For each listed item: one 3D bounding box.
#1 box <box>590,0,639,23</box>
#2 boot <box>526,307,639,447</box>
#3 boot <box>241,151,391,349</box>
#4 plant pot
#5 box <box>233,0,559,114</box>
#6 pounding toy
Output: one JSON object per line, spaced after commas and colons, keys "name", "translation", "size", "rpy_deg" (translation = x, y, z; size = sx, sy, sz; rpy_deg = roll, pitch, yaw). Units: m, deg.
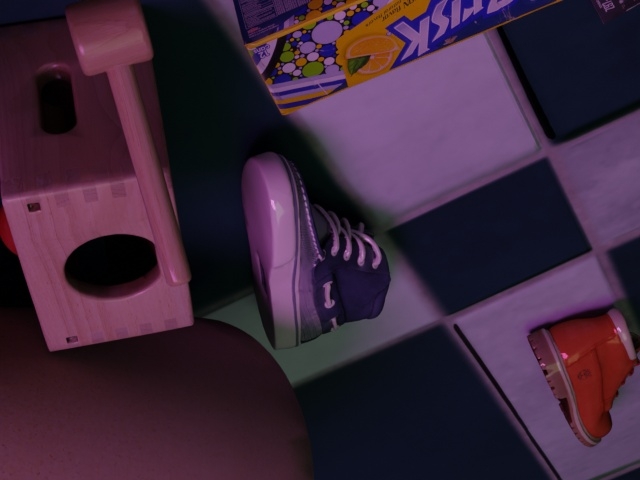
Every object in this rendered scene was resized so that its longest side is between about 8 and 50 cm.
{"name": "box", "translation": [0.172, -0.168, 0.699], "size": [0.067, 0.018, 0.083], "rpy_deg": [-29, 139, 16]}
{"name": "boot", "translation": [0.230, 0.114, 1.024], "size": [0.084, 0.059, 0.158], "rpy_deg": [-26, 139, 4]}
{"name": "boot", "translation": [0.000, 0.000, 0.811], "size": [0.086, 0.069, 0.190], "rpy_deg": [-16, 150, -11]}
{"name": "plant pot", "translation": [-0.186, 0.141, 0.727], "size": [0.256, 0.257, 0.274], "rpy_deg": [-38, 144, 24]}
{"name": "box", "translation": [0.042, -0.133, 0.668], "size": [0.168, 0.054, 0.059], "rpy_deg": [-21, 140, 7]}
{"name": "pounding toy", "translation": [-0.122, -0.037, 0.625], "size": [0.094, 0.181, 0.206], "rpy_deg": [-10, 141, -7]}
